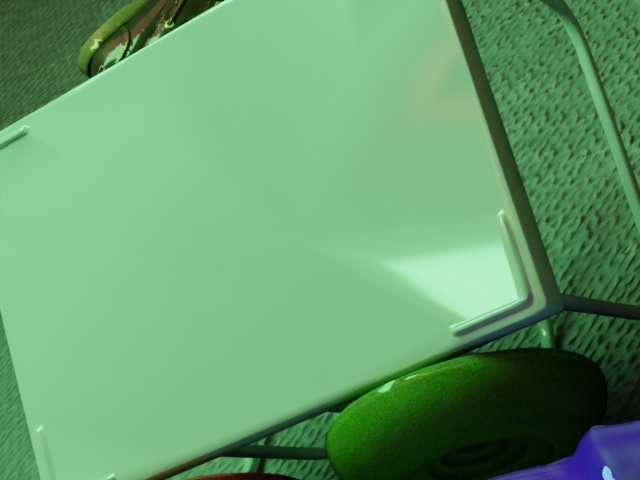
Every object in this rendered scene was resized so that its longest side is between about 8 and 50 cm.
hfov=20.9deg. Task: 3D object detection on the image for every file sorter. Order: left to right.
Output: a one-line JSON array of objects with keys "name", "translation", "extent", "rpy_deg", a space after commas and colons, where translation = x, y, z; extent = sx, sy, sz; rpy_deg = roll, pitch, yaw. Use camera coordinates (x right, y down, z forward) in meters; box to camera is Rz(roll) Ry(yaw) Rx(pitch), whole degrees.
[{"name": "file sorter", "translation": [0.000, 0.000, 0.852], "extent": [0.278, 0.173, 0.192], "rpy_deg": [-25, 71, 28]}]

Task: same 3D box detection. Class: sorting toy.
[{"name": "sorting toy", "translation": [0.055, 0.136, 0.751], "extent": [0.365, 0.127, 0.126], "rpy_deg": [-26, 60, 23]}]

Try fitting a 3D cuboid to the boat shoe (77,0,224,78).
[{"name": "boat shoe", "translation": [-0.109, -0.194, 1.464], "extent": [0.073, 0.073, 0.207], "rpy_deg": [39, 83, 25]}]

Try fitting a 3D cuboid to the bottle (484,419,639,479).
[{"name": "bottle", "translation": [0.073, 0.150, 0.647], "extent": [0.283, 0.118, 0.092], "rpy_deg": [-37, -9, 9]}]
